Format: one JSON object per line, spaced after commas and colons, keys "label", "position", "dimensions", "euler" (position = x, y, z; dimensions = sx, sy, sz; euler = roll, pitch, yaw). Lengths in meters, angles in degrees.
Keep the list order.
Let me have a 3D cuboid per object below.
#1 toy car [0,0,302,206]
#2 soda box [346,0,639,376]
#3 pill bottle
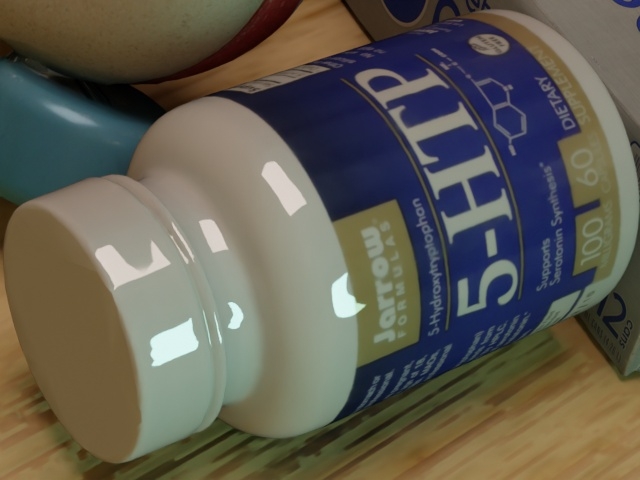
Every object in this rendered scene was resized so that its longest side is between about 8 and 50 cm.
{"label": "toy car", "position": [-0.061, -0.146, 0.725], "dimensions": [0.210, 0.219, 0.238], "euler": [31, 17, 19]}
{"label": "soda box", "position": [0.095, -0.085, 0.732], "dimensions": [0.098, 0.091, 0.286], "euler": [-12, 47, -24]}
{"label": "pill bottle", "position": [0.000, 0.000, 0.604], "dimensions": [0.186, 0.112, 0.112], "euler": [-21, 52, -30]}
